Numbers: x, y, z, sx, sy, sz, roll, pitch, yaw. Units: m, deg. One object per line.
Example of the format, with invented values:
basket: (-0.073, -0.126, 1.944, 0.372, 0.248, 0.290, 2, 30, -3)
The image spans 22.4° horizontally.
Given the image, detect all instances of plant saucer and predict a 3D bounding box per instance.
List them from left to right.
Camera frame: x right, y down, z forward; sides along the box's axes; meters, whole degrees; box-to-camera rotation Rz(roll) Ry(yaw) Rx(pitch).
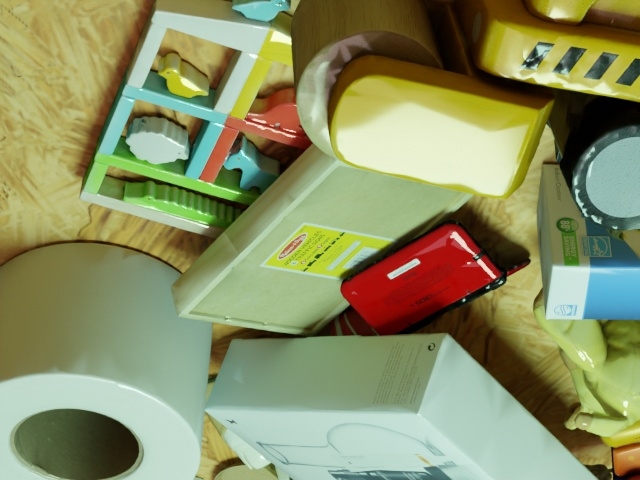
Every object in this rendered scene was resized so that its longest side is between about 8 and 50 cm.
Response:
plant saucer: (-0.082, 0.279, 1.871, 0.083, 0.015, 0.083, 1, 138, 1)

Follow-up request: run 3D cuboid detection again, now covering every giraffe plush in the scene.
giraffe plush: (0.295, 0.109, 1.584, 0.181, 0.210, 0.170, -10, 171, -4)

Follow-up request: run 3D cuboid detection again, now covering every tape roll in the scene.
tape roll: (-0.234, 0.143, 1.615, 0.246, 0.169, 0.246, 1, 138, 1)

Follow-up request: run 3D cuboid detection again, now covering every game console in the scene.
game console: (0.112, 0.033, 1.561, 0.144, 0.085, 0.124, -31, 115, 27)

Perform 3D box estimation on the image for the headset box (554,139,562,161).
headset box: (0.244, -0.106, 1.425, 0.062, 0.032, 0.083, 3, 137, -1)

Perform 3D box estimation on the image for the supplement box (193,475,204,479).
supplement box: (-0.189, 0.303, 1.885, 0.062, 0.036, 0.098, 30, 130, -28)

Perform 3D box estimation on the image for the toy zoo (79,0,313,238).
toy zoo: (-0.084, -0.113, 1.432, 0.192, 0.030, 0.293, 16, 136, -15)

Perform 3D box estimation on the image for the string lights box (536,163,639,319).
string lights box: (0.332, 0.002, 1.464, 0.259, 0.133, 0.077, 0, 137, 2)

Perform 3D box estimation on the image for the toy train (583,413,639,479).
toy train: (0.319, 0.205, 1.720, 0.248, 0.105, 0.143, -17, 124, 20)

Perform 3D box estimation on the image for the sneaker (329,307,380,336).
sneaker: (0.050, 0.112, 1.663, 0.067, 0.042, 0.118, -19, 126, 16)

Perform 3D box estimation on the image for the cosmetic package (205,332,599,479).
cosmetic package: (0.106, 0.231, 1.680, 0.284, 0.097, 0.377, -2, 145, 43)

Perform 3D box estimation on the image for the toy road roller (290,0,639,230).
toy road roller: (0.154, -0.173, 1.239, 0.329, 0.202, 0.241, 9, 120, -9)

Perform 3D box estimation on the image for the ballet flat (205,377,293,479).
ballet flat: (-0.045, 0.232, 1.775, 0.080, 0.073, 0.232, -30, 128, 30)

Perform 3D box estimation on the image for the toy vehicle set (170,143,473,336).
toy vehicle set: (0.000, 0.000, 1.512, 0.166, 0.035, 0.267, 12, 140, -37)
